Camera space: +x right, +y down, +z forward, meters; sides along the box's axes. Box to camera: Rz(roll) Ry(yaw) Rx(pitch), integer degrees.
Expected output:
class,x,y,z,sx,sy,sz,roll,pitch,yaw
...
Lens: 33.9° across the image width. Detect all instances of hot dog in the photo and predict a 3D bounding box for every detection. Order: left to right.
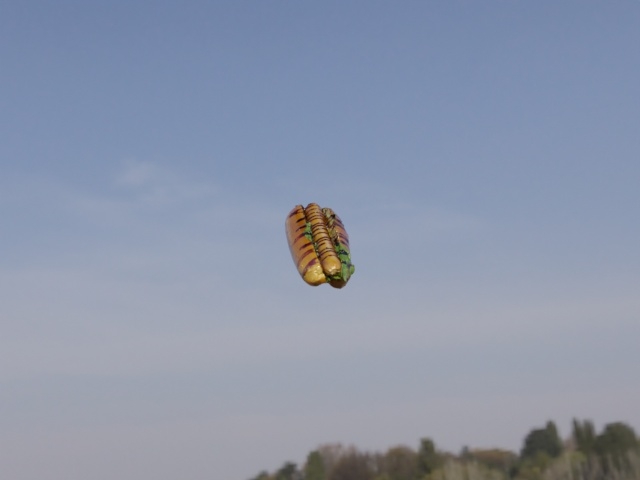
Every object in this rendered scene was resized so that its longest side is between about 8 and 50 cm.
class,x,y,z,sx,sy,sz,roll,pitch,yaw
hot dog,0.000,0.000,0.802,0.049,0.037,0.122,3,24,-13
